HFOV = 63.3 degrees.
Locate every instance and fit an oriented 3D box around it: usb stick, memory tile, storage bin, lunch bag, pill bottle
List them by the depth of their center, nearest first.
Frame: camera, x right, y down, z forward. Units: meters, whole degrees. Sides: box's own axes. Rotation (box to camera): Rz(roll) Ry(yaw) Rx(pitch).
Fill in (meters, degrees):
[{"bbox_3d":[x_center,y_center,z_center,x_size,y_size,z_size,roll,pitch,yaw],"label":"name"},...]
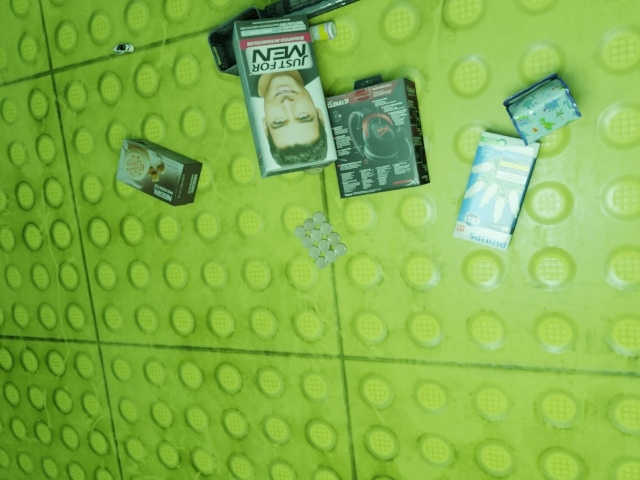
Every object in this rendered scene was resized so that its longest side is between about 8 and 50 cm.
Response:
[{"bbox_3d":[0.481,-0.297,1.146,0.129,0.151,0.096,-27,113,25],"label":"lunch bag"},{"bbox_3d":[-0.017,-0.615,1.344,0.278,0.045,0.077,-14,80,16],"label":"usb stick"},{"bbox_3d":[-0.002,-0.550,1.378,0.084,0.043,0.043,-1,99,26],"label":"pill bottle"},{"bbox_3d":[-0.210,-0.552,1.453,0.180,0.084,0.121,-19,92,27],"label":"storage bin"},{"bbox_3d":[0.000,0.000,1.497,0.113,0.012,0.148,-37,82,26],"label":"memory tile"}]

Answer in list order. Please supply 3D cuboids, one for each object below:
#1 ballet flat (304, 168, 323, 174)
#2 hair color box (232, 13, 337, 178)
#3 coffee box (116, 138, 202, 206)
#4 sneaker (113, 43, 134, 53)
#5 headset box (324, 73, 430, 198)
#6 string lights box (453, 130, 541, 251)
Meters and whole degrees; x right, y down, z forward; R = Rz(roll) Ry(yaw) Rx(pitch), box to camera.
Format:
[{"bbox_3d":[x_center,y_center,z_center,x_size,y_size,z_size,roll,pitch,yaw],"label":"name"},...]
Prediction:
[{"bbox_3d":[-0.101,-0.335,1.425,0.123,0.123,0.348,-24,89,27],"label":"ballet flat"},{"bbox_3d":[-0.094,-0.361,1.318,0.186,0.114,0.373,-12,89,-13],"label":"hair color box"},{"bbox_3d":[-0.512,-0.218,1.647,0.247,0.098,0.141,25,109,19],"label":"coffee box"},{"bbox_3d":[-0.639,-0.619,1.666,0.084,0.037,0.031,0,101,26],"label":"sneaker"},{"bbox_3d":[0.143,-0.269,1.326,0.218,0.110,0.292,-8,96,26],"label":"headset box"},{"bbox_3d":[0.420,-0.119,1.243,0.134,0.077,0.259,17,107,20],"label":"string lights box"}]
